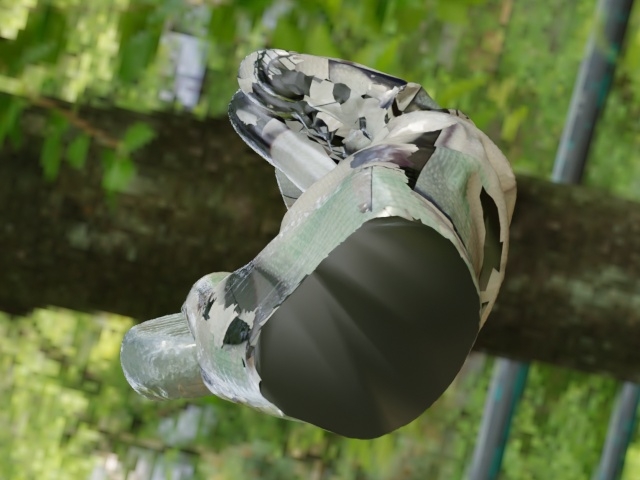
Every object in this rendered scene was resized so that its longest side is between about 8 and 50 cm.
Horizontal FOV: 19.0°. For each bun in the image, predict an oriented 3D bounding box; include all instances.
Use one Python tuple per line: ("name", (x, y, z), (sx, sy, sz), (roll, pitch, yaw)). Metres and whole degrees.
("bun", (-0.074, 0.066, 1.071), (0.083, 0.083, 0.045), (-89, -9, -78))

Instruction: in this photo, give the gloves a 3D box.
("gloves", (0.009, 0.000, 0.696), (0.212, 0.111, 0.127), (-80, 3, -74))
